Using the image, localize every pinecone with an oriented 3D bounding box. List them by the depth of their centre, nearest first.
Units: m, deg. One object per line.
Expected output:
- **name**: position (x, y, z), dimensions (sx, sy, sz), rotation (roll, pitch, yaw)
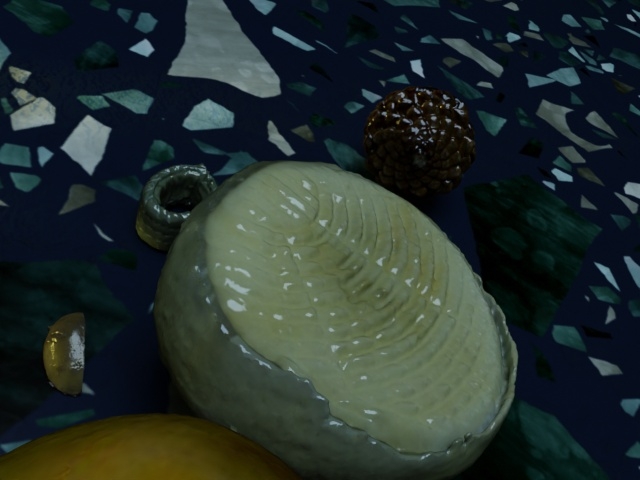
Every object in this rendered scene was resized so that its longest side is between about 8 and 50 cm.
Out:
- **pinecone**: position (0.137, -0.137, 1.150), dimensions (0.174, 0.173, 0.173), rotation (14, 44, -14)

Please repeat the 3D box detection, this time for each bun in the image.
- **bun**: position (0.003, 0.095, 0.814), dimensions (0.364, 0.202, 0.364), rotation (20, 39, -17)

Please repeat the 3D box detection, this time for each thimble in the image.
- **thimble**: position (-0.164, -0.041, 0.964), dimensions (0.084, 0.062, 0.110), rotation (27, 42, 1)

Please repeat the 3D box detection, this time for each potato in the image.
- **potato**: position (-0.247, 0.101, 0.801), dimensions (0.037, 0.036, 0.093), rotation (9, 46, -24)

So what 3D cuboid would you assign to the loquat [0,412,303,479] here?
- **loquat**: position (-0.109, 0.275, 0.520), dimensions (0.328, 0.359, 0.328), rotation (-4, 73, 13)
